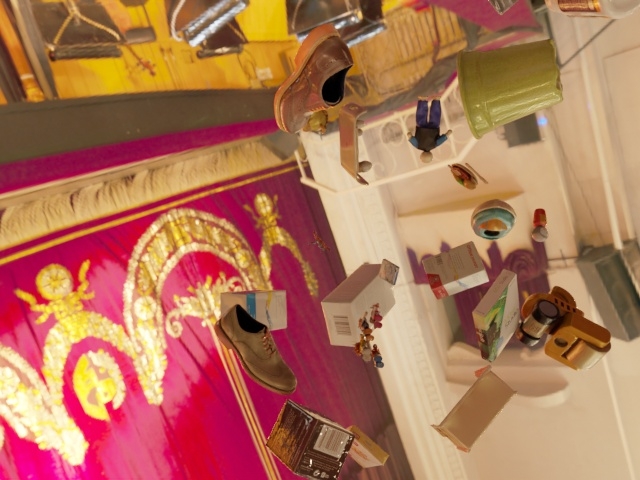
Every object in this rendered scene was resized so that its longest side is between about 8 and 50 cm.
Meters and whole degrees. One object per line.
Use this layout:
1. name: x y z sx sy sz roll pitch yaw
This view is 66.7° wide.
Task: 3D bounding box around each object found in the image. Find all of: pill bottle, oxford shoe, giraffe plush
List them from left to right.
1. oxford shoe: -0.197 0.357 1.589 0.130 0.348 0.123 -50 175 28
2. giraffe plush: -0.045 -0.501 1.897 0.210 0.170 0.181 -6 -140 31
3. oxford shoe: -0.023 -0.376 1.267 0.130 0.133 0.363 -31 169 -28
4. pill bottle: 0.809 -0.747 1.444 0.162 0.162 0.278 -20 -151 -4

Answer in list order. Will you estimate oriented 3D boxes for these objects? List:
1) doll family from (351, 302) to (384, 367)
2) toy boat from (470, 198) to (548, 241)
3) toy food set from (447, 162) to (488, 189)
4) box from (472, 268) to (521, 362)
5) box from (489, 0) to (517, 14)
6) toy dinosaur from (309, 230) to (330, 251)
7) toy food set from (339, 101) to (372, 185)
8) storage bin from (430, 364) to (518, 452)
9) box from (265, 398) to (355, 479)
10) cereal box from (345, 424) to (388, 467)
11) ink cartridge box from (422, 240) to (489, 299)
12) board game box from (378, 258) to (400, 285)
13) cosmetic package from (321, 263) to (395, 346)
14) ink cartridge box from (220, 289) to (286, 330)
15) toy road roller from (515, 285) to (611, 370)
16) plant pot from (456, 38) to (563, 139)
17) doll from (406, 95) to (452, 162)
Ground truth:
1. doll family: 0.186 0.382 1.954 0.118 0.263 0.163 -1 -175 -1
2. toy boat: 0.819 -0.072 2.115 0.318 0.148 0.267 3 155 18
3. toy food set: 0.546 -0.241 1.846 0.038 0.132 0.192 -49 -172 1
4. box: 0.683 0.295 1.868 0.058 0.322 0.232 23 -119 42
5. box: 0.274 -0.606 0.947 0.076 0.242 0.307 -37 -143 29
6. toy dinosaur: 0.000 0.000 1.949 0.090 0.082 0.047 -4 -153 36
7. toy food set: 0.151 -0.400 1.999 0.092 0.306 0.220 -8 -154 -11
8. storage bin: 0.520 0.579 1.675 0.262 0.123 0.260 -46 163 -11
9. box: -0.034 0.634 1.536 0.203 0.168 0.167 4 -115 59
10. cereal box: 0.150 0.804 1.889 0.047 0.173 0.240 -46 170 -29
11. ink cartridge box: 0.431 0.096 1.557 0.175 0.072 0.127 -23 -137 16
12. board game box: 0.302 0.138 2.137 0.020 0.090 0.090 -13 -147 -41
13. cosmetic package: 0.196 0.298 2.342 0.161 0.230 0.453 -3 -162 32
14. ink cartridge box: -0.280 0.297 2.055 0.171 0.168 0.233 -4 177 41
15. toy road roller: 0.976 0.330 1.946 0.329 0.202 0.240 31 -132 18
16. plant pot: 0.569 -0.465 1.440 0.254 0.276 0.276 -9 -166 29
17. doll: 0.312 -0.315 1.390 0.129 0.189 0.046 2 -161 2
